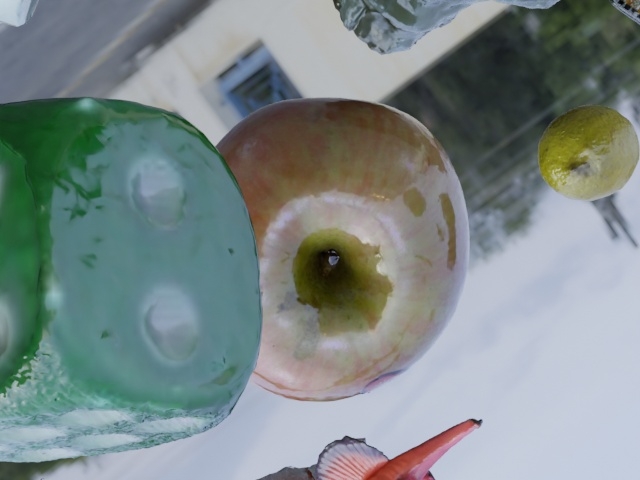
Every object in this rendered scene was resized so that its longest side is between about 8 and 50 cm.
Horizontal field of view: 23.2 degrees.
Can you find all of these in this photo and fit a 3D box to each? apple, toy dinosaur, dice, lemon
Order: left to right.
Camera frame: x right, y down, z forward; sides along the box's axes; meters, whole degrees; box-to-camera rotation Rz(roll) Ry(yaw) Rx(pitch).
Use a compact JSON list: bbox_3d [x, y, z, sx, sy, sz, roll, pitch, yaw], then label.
[{"bbox_3d":[-0.246,0.042,1.437,0.297,0.300,0.287,-14,166,33],"label":"dice"},{"bbox_3d":[0.000,0.000,1.991,0.391,0.391,0.346,-36,-162,2],"label":"apple"},{"bbox_3d":[0.075,0.272,1.897,0.070,0.139,0.286,-29,156,-56],"label":"toy dinosaur"},{"bbox_3d":[0.303,-0.099,1.759,0.109,0.109,0.133,-33,178,41],"label":"lemon"}]

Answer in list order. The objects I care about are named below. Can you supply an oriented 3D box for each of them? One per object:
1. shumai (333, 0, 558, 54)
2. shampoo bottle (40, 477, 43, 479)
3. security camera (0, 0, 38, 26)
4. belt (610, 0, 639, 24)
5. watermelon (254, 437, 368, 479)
[{"bbox_3d":[0.155,-0.412,2.141,0.324,0.397,0.323,-14,155,-37],"label":"shumai"},{"bbox_3d":[-0.459,0.427,2.230,0.214,0.072,0.072,-36,-177,14],"label":"shampoo bottle"},{"bbox_3d":[-0.466,-0.405,2.045,0.194,0.236,0.194,-158,-90,-82],"label":"security camera"},{"bbox_3d":[0.517,-0.384,2.309,0.150,0.257,0.207,-55,180,25],"label":"belt"},{"bbox_3d":[-0.044,0.426,2.384,0.305,0.180,0.224,-19,-175,-14],"label":"watermelon"}]
